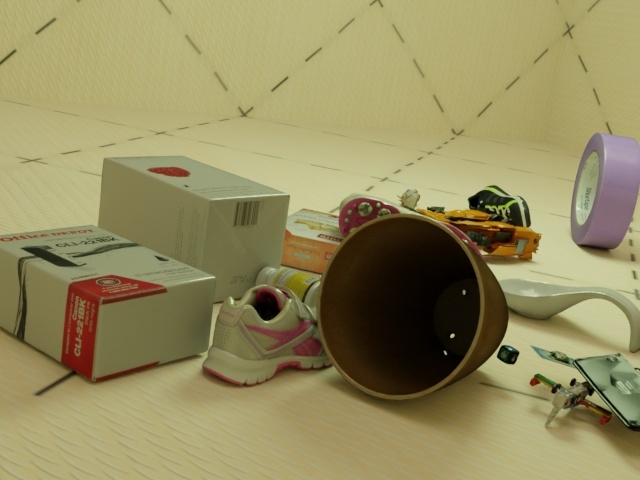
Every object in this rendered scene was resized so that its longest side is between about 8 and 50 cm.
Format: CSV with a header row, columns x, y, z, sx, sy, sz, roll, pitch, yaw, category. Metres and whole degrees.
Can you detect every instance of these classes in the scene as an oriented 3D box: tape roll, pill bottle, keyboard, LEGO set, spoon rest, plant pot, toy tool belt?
x,y,z,sx,sy,sz,roll,pitch,yaw,category
0.687,-0.120,2.317,0.090,0.274,0.275,9,14,1,tape roll
-0.045,0.080,1.519,0.116,0.065,0.065,19,18,35,pill bottle
0.415,0.209,1.273,0.100,0.038,0.192,-5,21,-6,keyboard
0.366,0.214,1.331,0.244,0.060,0.182,18,12,-12,LEGO set
0.435,0.108,1.671,0.276,0.084,0.137,20,17,33,spoon rest
0.161,0.097,1.318,0.237,0.237,0.254,18,3,33,plant pot
0.226,-0.113,2.460,0.051,0.052,0.083,21,16,10,toy tool belt

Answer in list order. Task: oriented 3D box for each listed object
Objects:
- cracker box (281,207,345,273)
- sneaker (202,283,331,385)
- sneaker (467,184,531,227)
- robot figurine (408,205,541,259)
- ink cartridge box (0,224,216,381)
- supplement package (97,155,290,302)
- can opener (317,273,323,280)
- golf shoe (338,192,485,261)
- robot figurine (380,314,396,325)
x,y,z,sx,sy,sz,roll,pitch,yaw,category
0.000,0.000,1.851,0.156,0.067,0.232,13,15,13,cracker box
-0.048,0.113,1.293,0.103,0.111,0.252,19,17,33,sneaker
0.451,-0.073,2.446,0.097,0.084,0.235,-20,21,-13,sneaker
0.320,-0.015,2.072,0.291,0.085,0.211,2,15,-27,robot figurine
-0.307,0.073,1.285,0.273,0.114,0.197,19,18,36,ink cartridge box
-0.221,-0.028,1.604,0.293,0.175,0.178,21,20,41,supplement package
0.093,0.077,1.645,0.280,0.074,0.093,-8,56,-44,can opener
0.172,-0.012,1.806,0.306,0.115,0.140,27,13,-14,golf shoe
0.061,0.116,1.439,0.101,0.067,0.115,-16,27,-41,robot figurine
